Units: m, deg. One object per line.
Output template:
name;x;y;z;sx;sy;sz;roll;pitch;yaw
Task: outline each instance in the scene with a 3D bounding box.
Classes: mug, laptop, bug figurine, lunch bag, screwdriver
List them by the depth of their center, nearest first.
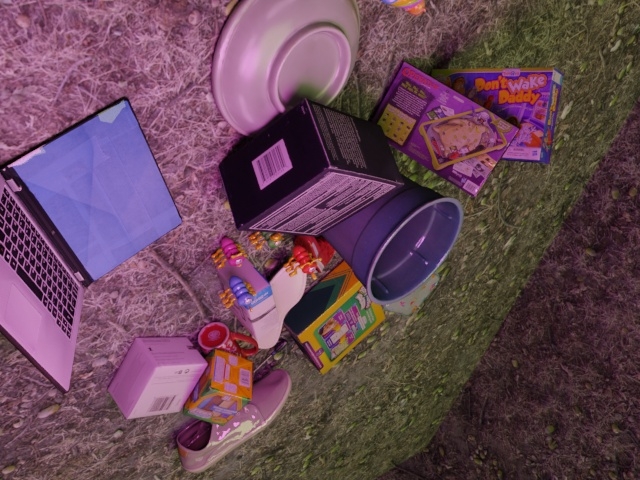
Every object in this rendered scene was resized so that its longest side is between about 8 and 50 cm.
laptop;-0.440;0.017;1.258;0.236;0.408;0.382;-8;142;2
bug figurine;-0.147;0.052;1.654;0.279;0.216;0.072;-27;154;-26
mug;-0.272;0.306;1.884;0.150;0.113;0.169;-41;143;-20
screwdriver;-0.171;0.394;2.169;0.170;0.025;0.024;-47;148;-2
lunch bag;0.317;0.160;2.416;0.224;0.108;0.279;-56;148;8

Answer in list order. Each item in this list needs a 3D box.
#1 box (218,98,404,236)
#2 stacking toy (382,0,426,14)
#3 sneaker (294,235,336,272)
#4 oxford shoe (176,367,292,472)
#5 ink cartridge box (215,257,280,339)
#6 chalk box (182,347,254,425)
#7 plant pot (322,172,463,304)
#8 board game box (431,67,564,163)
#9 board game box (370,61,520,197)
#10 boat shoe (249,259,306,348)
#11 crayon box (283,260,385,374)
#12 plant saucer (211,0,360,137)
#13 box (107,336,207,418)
box;-0.022;-0.152;1.513;0.296;0.182;0.294;-30;158;32
stacking toy;0.185;-0.576;1.445;0.165;0.175;0.302;-51;159;11
sneaker;0.000;0.000;1.911;0.128;0.087;0.221;-49;161;-13
oxford shoe;-0.281;0.569;2.121;0.449;0.169;0.130;-37;125;-16
ink cartridge box;-0.194;0.154;1.764;0.086;0.148;0.203;-33;145;-21
chalk box;-0.296;0.421;1.814;0.132;0.132;0.213;25;129;-25
plant pot;0.145;-0.061;1.759;0.341;0.334;0.341;-31;145;-25
board game box;0.451;-0.338;1.747;0.078;0.347;0.233;3;96;-51
board game box;0.316;-0.292;1.706;0.208;0.347;0.056;-61;165;24
boat shoe;-0.129;0.176;1.921;0.109;0.091;0.305;18;113;-16
crayon box;0.053;0.262;2.216;0.313;0.106;0.363;-42;148;-12
plant saucer;-0.043;-0.380;1.412;0.400;0.100;0.400;-30;145;-25
box;-0.433;0.362;1.735;0.181;0.119;0.182;9;117;-53
